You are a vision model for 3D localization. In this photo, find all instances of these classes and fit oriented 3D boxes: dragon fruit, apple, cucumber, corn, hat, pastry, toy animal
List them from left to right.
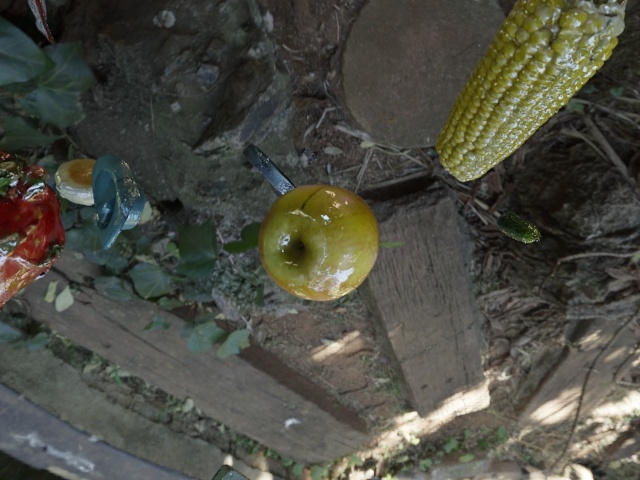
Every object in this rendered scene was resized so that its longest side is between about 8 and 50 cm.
[{"bbox_3d":[-0.430,0.009,0.474,0.198,0.269,0.200,46,141,9],"label":"dragon fruit"},{"bbox_3d":[-0.685,-0.170,1.230,0.166,0.165,0.088,14,138,-14],"label":"pastry"},{"bbox_3d":[-0.381,-0.073,0.808,0.078,0.190,0.138,4,148,-45],"label":"hat"},{"bbox_3d":[-0.021,-0.191,0.949,0.084,0.028,0.050,3,179,-43],"label":"toy animal"},{"bbox_3d":[0.000,0.000,0.974,0.286,0.286,0.233,-48,158,29],"label":"apple"},{"bbox_3d":[0.261,-0.205,0.575,0.130,0.130,0.347,8,154,-9],"label":"corn"},{"bbox_3d":[0.555,-0.034,1.178,0.069,0.227,0.069,0,104,2],"label":"cucumber"}]

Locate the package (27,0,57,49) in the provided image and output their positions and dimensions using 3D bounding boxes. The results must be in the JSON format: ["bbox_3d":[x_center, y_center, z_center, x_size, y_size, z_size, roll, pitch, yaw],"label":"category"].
[{"bbox_3d":[-0.556,-0.494,0.802,0.030,0.239,0.154,-21,153,-27],"label":"package"}]

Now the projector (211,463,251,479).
[{"bbox_3d":[-0.218,0.742,1.044,0.259,0.257,0.079,47,154,-20],"label":"projector"}]

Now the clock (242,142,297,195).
[{"bbox_3d":[-0.158,-0.223,1.363,0.049,0.226,0.226,-43,121,4],"label":"clock"}]
